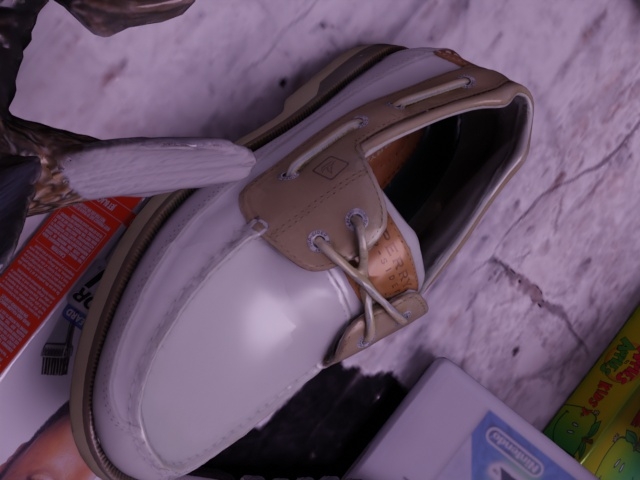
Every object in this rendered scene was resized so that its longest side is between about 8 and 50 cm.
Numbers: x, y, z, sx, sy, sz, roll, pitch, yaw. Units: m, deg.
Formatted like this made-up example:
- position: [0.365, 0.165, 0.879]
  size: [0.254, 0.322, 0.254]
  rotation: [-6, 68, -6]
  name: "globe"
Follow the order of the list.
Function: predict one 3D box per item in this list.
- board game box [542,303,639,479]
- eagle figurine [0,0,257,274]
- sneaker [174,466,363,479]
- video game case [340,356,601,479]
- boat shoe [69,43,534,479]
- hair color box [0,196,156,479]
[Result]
- position: [0.238, 0.123, 1.038]
  size: [0.181, 0.043, 0.092]
  rotation: [-51, 134, -8]
  name: "board game box"
- position: [-0.194, -0.014, 0.501]
  size: [0.298, 0.225, 0.226]
  rotation: [-58, 147, -16]
  name: "eagle figurine"
- position: [-0.019, 0.213, 0.821]
  size: [0.229, 0.086, 0.132]
  rotation: [14, 112, -20]
  name: "sneaker"
- position: [0.113, 0.291, 0.867]
  size: [0.300, 0.329, 0.036]
  rotation: [-51, 179, -8]
  name: "video game case"
- position: [0.000, 0.000, 0.666]
  size: [0.302, 0.103, 0.113]
  rotation: [-52, 133, -33]
  name: "boat shoe"
- position: [-0.125, 0.056, 0.683]
  size: [0.167, 0.053, 0.093]
  rotation: [-52, 136, -6]
  name: "hair color box"
